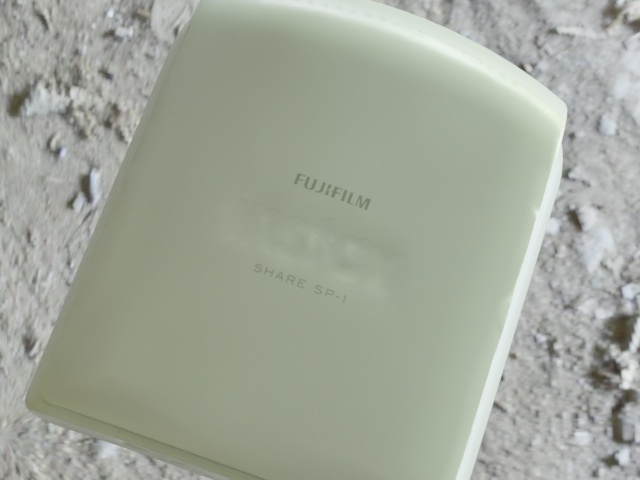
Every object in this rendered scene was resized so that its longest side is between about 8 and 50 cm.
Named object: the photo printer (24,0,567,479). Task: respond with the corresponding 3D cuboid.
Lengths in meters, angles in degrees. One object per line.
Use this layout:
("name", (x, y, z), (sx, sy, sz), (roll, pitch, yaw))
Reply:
("photo printer", (0.000, 0.000, 0.733), (0.256, 0.107, 0.307), (20, 74, 1))
